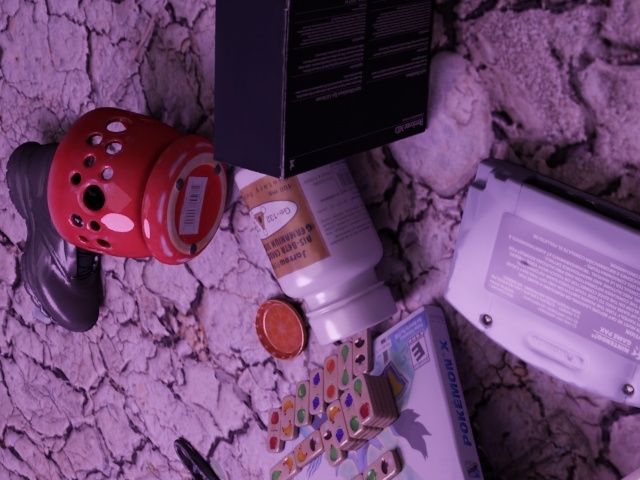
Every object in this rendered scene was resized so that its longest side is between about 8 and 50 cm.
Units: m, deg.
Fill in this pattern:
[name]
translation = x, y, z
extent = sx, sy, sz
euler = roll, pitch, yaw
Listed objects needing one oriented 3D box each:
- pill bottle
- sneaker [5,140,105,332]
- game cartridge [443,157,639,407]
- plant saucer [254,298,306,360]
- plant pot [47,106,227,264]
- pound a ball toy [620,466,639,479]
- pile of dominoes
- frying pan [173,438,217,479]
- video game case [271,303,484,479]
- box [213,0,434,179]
[pill bottle]
translation = 0.000, 0.000, 1.452
extent = 0.131, 0.131, 0.229
euler = -24, 89, 41
[sneaker]
translation = -0.362, -0.005, 1.765
extent = 0.130, 0.109, 0.286
euler = -5, 103, 33
[game cartridge]
translation = 0.276, 0.053, 1.302
extent = 0.297, 0.062, 0.198
euler = 27, 124, 30
[plant saucer]
translation = -0.051, 0.116, 1.610
extent = 0.083, 0.013, 0.083
euler = 13, 112, 36
[plant pot]
translation = -0.224, -0.064, 1.581
extent = 0.174, 0.191, 0.191
euler = 15, 114, 25
[pound a ball toy]
translation = 0.391, 0.317, 1.267
extent = 0.208, 0.136, 0.319
euler = 37, 128, -7
[pile of dominoes]
translation = -0.003, 0.242, 1.504
extent = 0.251, 0.040, 0.196
euler = -45, 46, 36
[frying pan]
translation = -0.089, 0.412, 1.721
extent = 0.197, 0.053, 0.326
euler = -26, 91, 40
[video game case]
translation = 0.060, 0.281, 1.469
extent = 0.329, 0.036, 0.300
euler = -40, 49, 39
[box]
translation = 0.008, -0.186, 1.298
extent = 0.103, 0.261, 0.184
euler = 14, 112, 35
